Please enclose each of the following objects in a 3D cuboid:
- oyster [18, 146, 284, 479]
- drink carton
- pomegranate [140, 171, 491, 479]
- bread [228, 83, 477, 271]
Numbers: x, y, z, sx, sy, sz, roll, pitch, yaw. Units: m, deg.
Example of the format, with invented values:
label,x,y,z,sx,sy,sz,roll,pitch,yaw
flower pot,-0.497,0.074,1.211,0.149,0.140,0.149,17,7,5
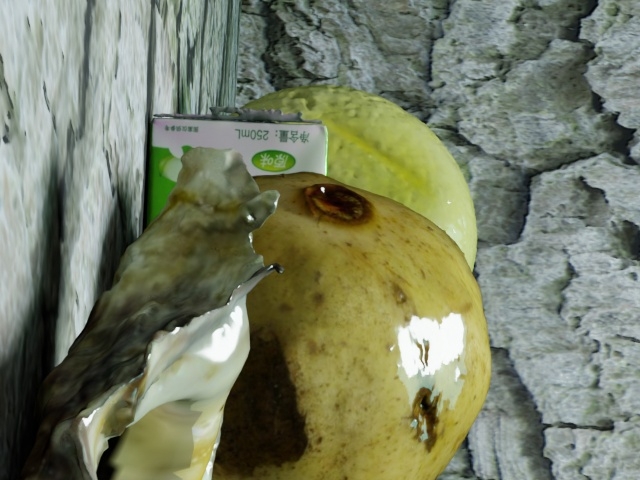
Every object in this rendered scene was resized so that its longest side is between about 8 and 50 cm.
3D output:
label,x,y,z,sx,sy,sz,roll,pitch,yaw
oyster,-0.094,0.106,0.686,0.271,0.100,0.275,-84,-170,-74
drink carton,-0.071,0.022,1.262,0.108,0.161,0.271,152,-59,-88
pomegranate,-0.021,0.081,1.032,0.281,0.281,0.281,-177,-90,-89
bread,0.003,-0.007,1.502,0.237,0.320,0.320,111,-16,-52
